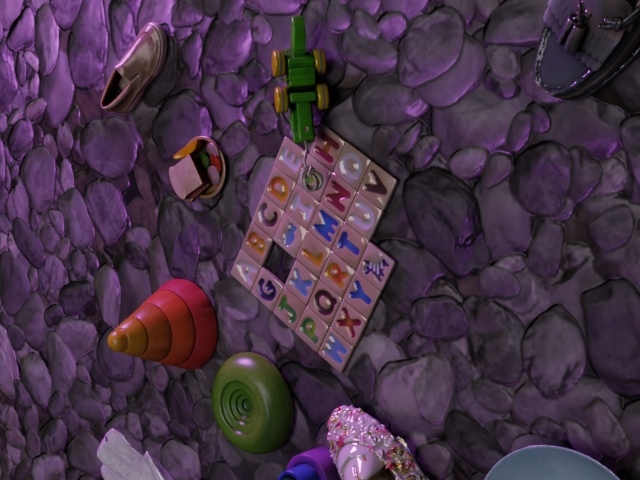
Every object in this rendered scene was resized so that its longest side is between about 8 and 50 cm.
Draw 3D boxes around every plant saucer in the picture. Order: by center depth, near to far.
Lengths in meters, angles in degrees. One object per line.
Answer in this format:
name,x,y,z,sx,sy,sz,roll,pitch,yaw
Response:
plant saucer,0.241,0.287,0.998,0.194,0.037,0.195,9,104,40

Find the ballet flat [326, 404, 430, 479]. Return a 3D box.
ballet flat,0.076,0.273,1.110,0.241,0.077,0.091,45,124,26

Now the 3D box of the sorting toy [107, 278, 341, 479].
sorting toy,-0.133,0.191,1.240,0.365,0.126,0.127,43,122,27

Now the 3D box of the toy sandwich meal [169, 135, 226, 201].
toy sandwich meal,-0.151,-0.087,1.267,0.085,0.029,0.086,8,103,39

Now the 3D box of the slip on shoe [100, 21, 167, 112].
slip on shoe,-0.238,-0.217,1.310,0.051,0.041,0.135,54,127,20

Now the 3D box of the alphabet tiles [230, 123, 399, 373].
alphabet tiles,0.000,0.000,1.170,0.198,0.009,0.237,40,121,29

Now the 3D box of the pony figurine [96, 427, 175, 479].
pony figurine,-0.129,0.388,1.084,0.351,0.363,0.303,42,111,18

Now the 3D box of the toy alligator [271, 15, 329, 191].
toy alligator,-0.022,-0.148,1.135,0.051,0.056,0.190,-160,65,-80

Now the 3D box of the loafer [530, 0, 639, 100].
loafer,0.252,-0.231,0.863,0.096,0.084,0.268,48,125,23
